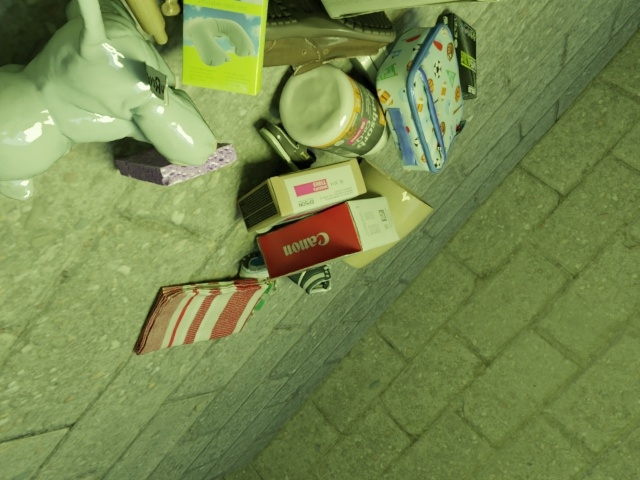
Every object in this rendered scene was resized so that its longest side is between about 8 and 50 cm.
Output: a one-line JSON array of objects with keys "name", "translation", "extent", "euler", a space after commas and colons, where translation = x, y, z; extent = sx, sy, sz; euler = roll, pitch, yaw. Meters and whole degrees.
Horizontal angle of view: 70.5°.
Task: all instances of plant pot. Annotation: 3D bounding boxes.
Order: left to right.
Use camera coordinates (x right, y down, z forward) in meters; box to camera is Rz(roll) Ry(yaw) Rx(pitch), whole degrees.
[{"name": "plant pot", "translation": [0.150, -0.061, 1.352], "extent": [0.274, 0.256, 0.256], "euler": [-54, 155, 14]}]

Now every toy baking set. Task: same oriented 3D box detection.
[{"name": "toy baking set", "translation": [-0.185, -0.343, 0.495], "extent": [0.256, 0.030, 0.196], "euler": [-146, -114, -84]}]

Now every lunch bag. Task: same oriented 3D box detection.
[{"name": "lunch bag", "translation": [0.236, -0.306, 1.032], "extent": [0.243, 0.115, 0.303], "euler": [-62, 141, -26]}]

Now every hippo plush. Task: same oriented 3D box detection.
[{"name": "hippo plush", "translation": [-0.281, -0.139, 0.533], "extent": [0.237, 0.294, 0.234], "euler": [-35, 124, -2]}]

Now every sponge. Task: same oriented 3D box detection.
[{"name": "sponge", "translation": [-0.232, -0.126, 0.710], "extent": [0.117, 0.210, 0.031], "euler": [-29, 118, -32]}]

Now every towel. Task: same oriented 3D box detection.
[{"name": "towel", "translation": [-0.312, 0.205, 1.233], "extent": [0.329, 0.037, 0.237], "euler": [-2, 134, -46]}]

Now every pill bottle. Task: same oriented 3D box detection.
[{"name": "pill bottle", "translation": [0.047, -0.266, 0.977], "extent": [0.162, 0.162, 0.278], "euler": [-55, 159, 19]}]

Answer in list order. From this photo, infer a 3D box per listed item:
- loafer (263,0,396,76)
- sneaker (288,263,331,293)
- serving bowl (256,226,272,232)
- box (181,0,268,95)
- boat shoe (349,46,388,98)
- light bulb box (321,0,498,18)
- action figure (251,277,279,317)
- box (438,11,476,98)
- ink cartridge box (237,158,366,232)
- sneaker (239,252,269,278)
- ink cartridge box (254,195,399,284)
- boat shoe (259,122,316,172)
[{"name": "loafer", "translation": [-0.025, -0.365, 0.787], "extent": [0.366, 0.133, 0.130], "euler": [-15, 162, -34]}, {"name": "sneaker", "translation": [0.024, 0.056, 1.466], "extent": [0.282, 0.153, 0.099], "euler": [-39, 156, -16]}, {"name": "serving bowl", "translation": [-0.143, -0.059, 1.165], "extent": [0.083, 0.027, 0.083], "euler": [-37, 155, -20]}, {"name": "box", "translation": [-0.129, -0.299, 0.617], "extent": [0.042, 0.109, 0.178], "euler": [-87, -174, -64]}, {"name": "boat shoe", "translation": [0.147, -0.383, 1.049], "extent": [0.084, 0.095, 0.258], "euler": [-45, 158, 8]}, {"name": "light bulb box", "translation": [0.165, -0.480, 0.540], "extent": [0.361, 0.358, 0.225], "euler": [-44, 125, -6]}, {"name": "action figure", "translation": [-0.172, 0.135, 1.394], "extent": [0.232, 0.063, 0.137], "euler": [-57, 151, 15]}, {"name": "box", "translation": [0.366, -0.479, 1.199], "extent": [0.191, 0.045, 0.184], "euler": [-10, 98, -53]}, {"name": "ink cartridge box", "translation": [-0.045, -0.101, 1.042], "extent": [0.235, 0.088, 0.193], "euler": [-18, 180, -31]}, {"name": "sneaker", "translation": [-0.150, 0.075, 1.316], "extent": [0.191, 0.071, 0.083], "euler": [-2, 147, -33]}, {"name": "ink cartridge box", "translation": [0.000, 0.000, 1.175], "extent": [0.309, 0.130, 0.272], "euler": [-20, 176, 34]}, {"name": "boat shoe", "translation": [-0.066, -0.208, 0.996], "extent": [0.069, 0.081, 0.228], "euler": [-44, 164, 2]}]
